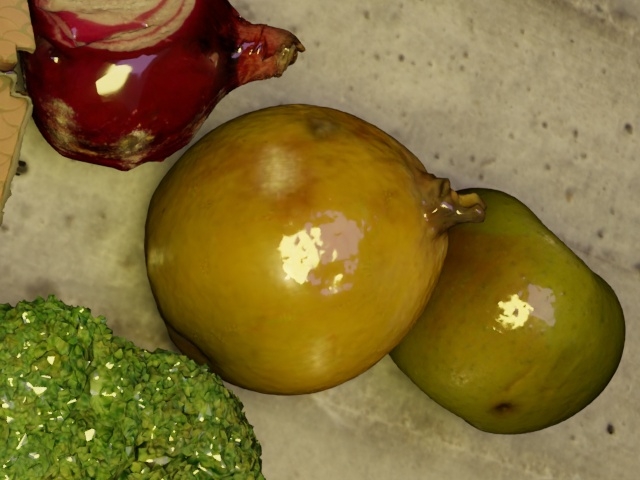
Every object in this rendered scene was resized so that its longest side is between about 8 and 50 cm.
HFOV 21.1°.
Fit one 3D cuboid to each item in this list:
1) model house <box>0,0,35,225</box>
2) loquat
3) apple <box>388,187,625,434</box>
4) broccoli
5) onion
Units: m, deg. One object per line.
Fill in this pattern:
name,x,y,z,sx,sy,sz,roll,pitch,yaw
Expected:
model house,-0.288,-0.080,1.051,0.169,0.244,0.326,9,82,-32
loquat,0.000,0.000,1.205,0.213,0.246,0.213,50,32,-47
apple,0.136,0.059,1.320,0.196,0.196,0.157,40,97,-21
broccoli,-0.187,0.217,1.055,0.321,0.310,0.413,3,118,-24
onion,-0.115,-0.122,1.202,0.198,0.135,0.173,11,56,-5
